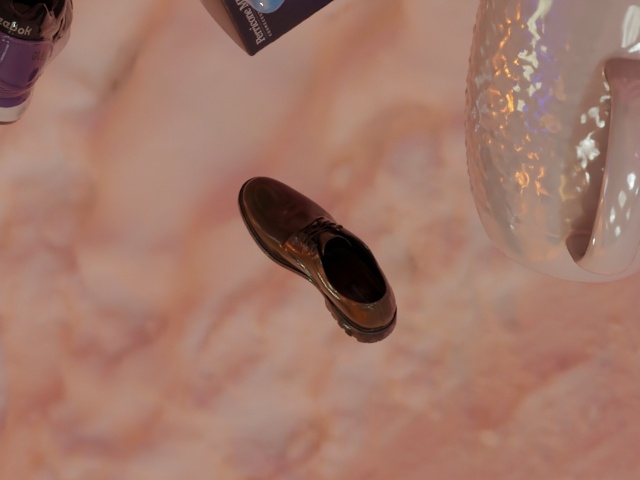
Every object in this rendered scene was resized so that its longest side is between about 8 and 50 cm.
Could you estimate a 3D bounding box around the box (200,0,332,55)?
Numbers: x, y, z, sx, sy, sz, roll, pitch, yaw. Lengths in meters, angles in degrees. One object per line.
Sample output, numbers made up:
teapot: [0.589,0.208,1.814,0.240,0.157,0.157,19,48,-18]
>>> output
box: [-0.029,-0.293,1.560,0.207,0.153,0.108,-36,52,-5]

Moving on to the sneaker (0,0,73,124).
sneaker: [-0.249,-0.218,1.502,0.124,0.107,0.283,-58,19,29]

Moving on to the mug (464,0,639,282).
mug: [0.277,-0.116,1.702,0.374,0.276,0.328,-86,5,-62]

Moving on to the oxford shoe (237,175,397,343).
oxford shoe: [0.000,0.000,1.826,0.083,0.096,0.227,-41,69,-20]

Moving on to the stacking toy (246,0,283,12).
stacking toy: [0.052,-0.289,1.445,0.166,0.302,0.175,52,130,38]
